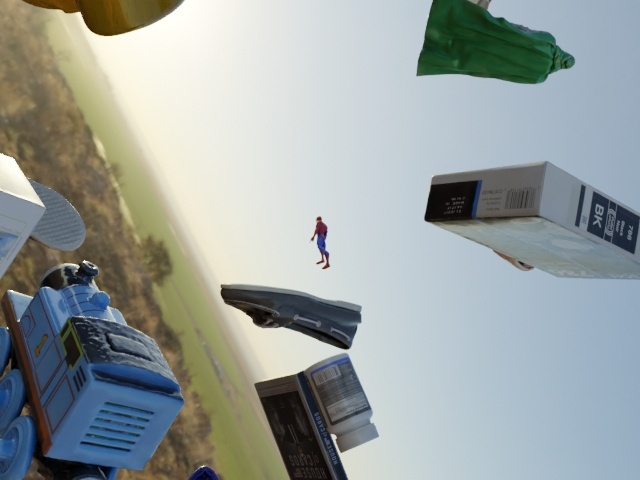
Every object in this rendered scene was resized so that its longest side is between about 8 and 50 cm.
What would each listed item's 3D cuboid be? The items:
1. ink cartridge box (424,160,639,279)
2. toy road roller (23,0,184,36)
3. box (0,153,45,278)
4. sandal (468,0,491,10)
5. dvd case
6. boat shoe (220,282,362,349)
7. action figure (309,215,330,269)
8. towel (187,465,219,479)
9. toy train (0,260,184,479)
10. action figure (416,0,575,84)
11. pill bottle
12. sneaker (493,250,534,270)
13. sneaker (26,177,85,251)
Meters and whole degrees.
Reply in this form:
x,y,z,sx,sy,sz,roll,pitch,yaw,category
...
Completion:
x,y,z,sx,sy,sz,roll,pitch,yaw,category
0.298,-0.006,0.810,0.165,0.332,0.065,-3,-107,55,ink cartridge box
-0.149,-0.314,0.615,0.203,0.329,0.241,86,-19,-48,toy road roller
-0.397,-0.050,0.657,0.114,0.103,0.203,43,10,37,box
0.279,-0.446,1.243,0.079,0.088,0.240,37,36,-29,sandal
-0.036,0.368,1.272,0.179,0.029,0.239,-29,-99,55,dvd case
-0.046,0.146,1.280,0.112,0.335,0.096,-2,-103,47,boat shoe
0.000,0.000,1.347,0.038,0.030,0.115,36,43,-45,action figure
-0.245,0.503,1.030,0.076,0.228,0.308,32,-47,-2,towel
-0.160,0.084,0.434,0.080,0.105,0.184,30,8,-40,toy train
0.277,-0.298,1.053,0.063,0.232,0.137,-52,156,-55,action figure
0.034,0.249,1.043,0.078,0.078,0.137,92,-25,-73,pill bottle
0.356,0.029,1.154,0.134,0.051,0.070,14,17,-36,sneaker
-0.715,-0.080,1.647,0.321,0.126,0.127,39,-29,-9,sneaker
